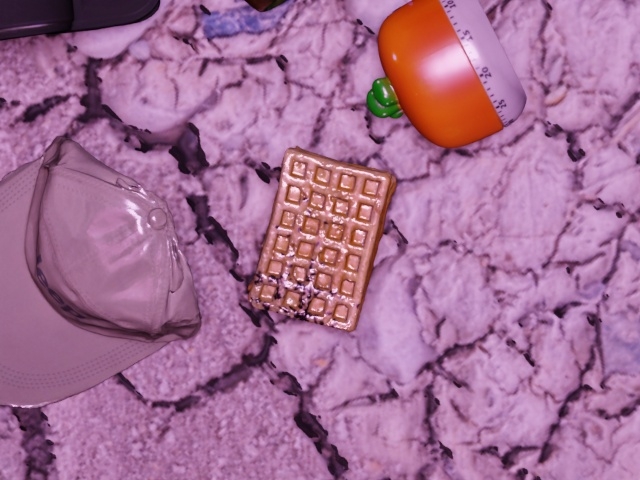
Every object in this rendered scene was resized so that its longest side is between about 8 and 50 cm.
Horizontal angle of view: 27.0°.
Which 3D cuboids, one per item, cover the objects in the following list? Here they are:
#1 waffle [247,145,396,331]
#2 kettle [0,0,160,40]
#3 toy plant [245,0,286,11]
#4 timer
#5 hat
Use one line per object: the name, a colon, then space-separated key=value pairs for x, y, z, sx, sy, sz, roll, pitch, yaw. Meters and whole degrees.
waffle: x=0.000 y=0.000 z=1.159 sx=0.102 sy=0.042 sz=0.148 roll=15 pitch=99 yaw=0
kettle: x=-0.284 y=-0.314 z=1.077 sx=0.203 sy=0.262 sz=0.308 roll=1 pitch=104 yaw=38
toy plant: x=-0.061 y=-0.275 z=1.098 sx=0.093 sy=0.093 sz=0.162 roll=-30 pitch=95 yaw=6
timer: x=0.096 y=-0.137 z=1.112 sx=0.136 sy=0.099 sz=0.136 roll=1 pitch=94 yaw=15
hat: x=-0.227 y=0.043 z=1.135 sx=0.245 sy=0.149 sz=0.214 roll=-38 pitch=95 yaw=-4
